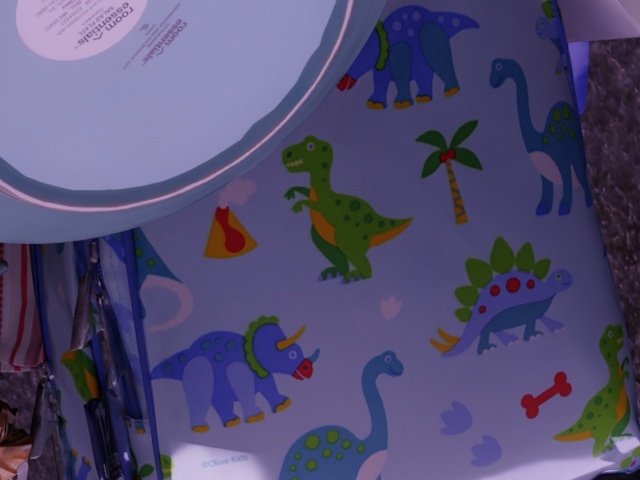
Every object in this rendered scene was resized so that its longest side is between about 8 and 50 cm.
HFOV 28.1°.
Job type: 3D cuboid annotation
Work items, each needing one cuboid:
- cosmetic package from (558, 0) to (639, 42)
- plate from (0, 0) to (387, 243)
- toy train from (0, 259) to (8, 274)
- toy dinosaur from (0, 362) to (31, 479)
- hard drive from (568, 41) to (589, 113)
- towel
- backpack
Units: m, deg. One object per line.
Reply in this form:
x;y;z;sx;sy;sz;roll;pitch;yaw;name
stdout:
0.180;-0.216;0.622;0.225;0.138;0.224;-38;-174;6;cosmetic package
-0.049;-0.062;0.366;0.188;0.024;0.188;-24;146;-18;plate
-0.453;0.027;1.342;0.190;0.142;0.334;-24;-177;-26;toy train
-0.216;0.055;0.561;0.322;0.218;0.164;-23;-169;46;toy dinosaur
0.034;-0.103;0.887;0.319;0.040;0.210;-21;149;-4;hard drive
-0.389;0.038;1.488;0.037;0.237;0.329;8;168;-44;towel
0.000;0.000;0.585;0.290;0.355;0.273;-10;171;-11;backpack
